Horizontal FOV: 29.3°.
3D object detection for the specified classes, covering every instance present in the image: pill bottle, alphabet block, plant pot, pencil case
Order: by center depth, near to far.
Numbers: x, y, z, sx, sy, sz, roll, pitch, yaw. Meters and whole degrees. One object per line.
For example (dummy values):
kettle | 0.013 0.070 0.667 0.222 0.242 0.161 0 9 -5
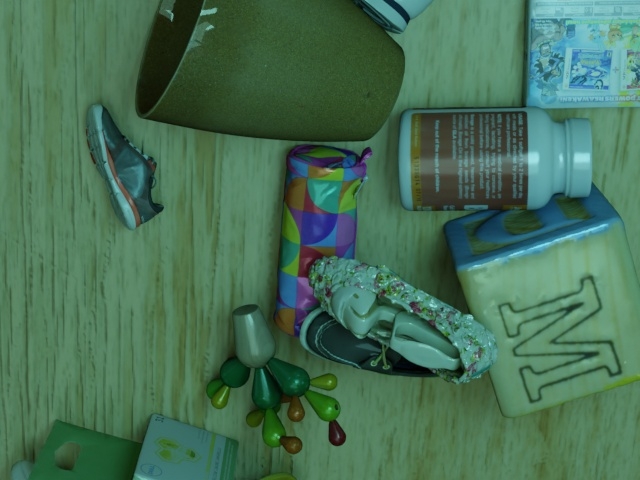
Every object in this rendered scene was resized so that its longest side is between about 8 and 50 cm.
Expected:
plant pot | -0.045 -0.205 1.356 0.254 0.237 0.237 19 107 -21
pill bottle | 0.200 -0.094 1.414 0.216 0.121 0.121 0 108 8
alphabet block | 0.268 0.064 1.441 0.193 0.192 0.197 -17 105 7
pencil case | 0.000 0.000 1.469 0.104 0.104 0.236 6 109 -2

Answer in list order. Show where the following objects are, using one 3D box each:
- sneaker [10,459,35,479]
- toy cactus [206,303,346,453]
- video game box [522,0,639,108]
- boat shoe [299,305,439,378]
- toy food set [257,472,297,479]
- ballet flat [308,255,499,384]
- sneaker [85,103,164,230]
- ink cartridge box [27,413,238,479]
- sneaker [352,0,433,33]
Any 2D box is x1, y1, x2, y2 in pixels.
sneaker | -0.302 0.337 1.592 0.094 0.080 0.212 -44 113 6
toy cactus | -0.060 0.162 1.486 0.112 0.219 0.180 -26 112 -33
video game box | 0.339 -0.248 1.416 0.205 0.048 0.187 -1 106 1
boat shoe | 0.082 0.121 1.466 0.228 0.069 0.081 8 103 -36
toy food set | -0.101 0.393 1.571 0.218 0.128 0.071 -46 60 14
ballet flat | 0.081 0.087 1.357 0.241 0.077 0.091 23 126 19
sneaker | -0.233 -0.094 1.470 0.065 0.061 0.157 -24 109 -21
ink cartridge box | -0.224 0.271 1.515 0.235 0.171 0.056 20 106 -6
sneaker | 0.033 -0.340 1.378 0.235 0.090 0.095 41 90 -15
